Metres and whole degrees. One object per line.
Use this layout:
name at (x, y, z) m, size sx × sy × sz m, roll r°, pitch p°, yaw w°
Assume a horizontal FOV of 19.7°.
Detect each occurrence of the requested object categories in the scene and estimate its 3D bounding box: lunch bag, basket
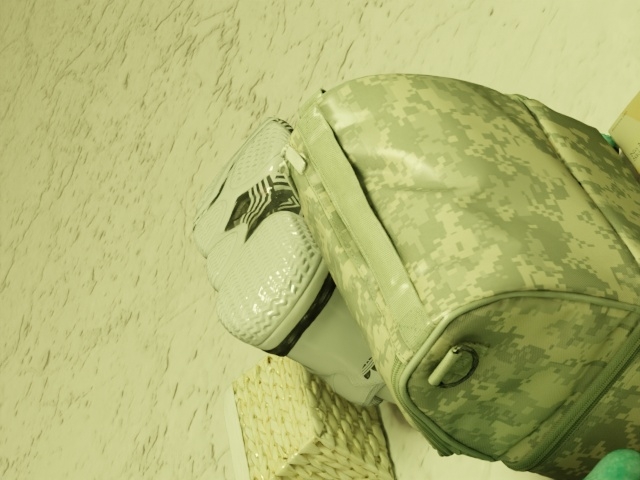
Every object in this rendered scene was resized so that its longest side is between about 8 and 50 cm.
lunch bag at (0.120, 0.017, 1.409) m, size 0.212 × 0.256 × 0.305 m, roll -51°, pitch 40°, yaw 23°
basket at (-0.010, 0.182, 1.692) m, size 0.103 × 0.113 × 0.167 m, roll -45°, pitch 31°, yaw 22°

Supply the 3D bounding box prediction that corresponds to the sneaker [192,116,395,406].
sneaker at (0.004, 0.029, 1.698) m, size 0.137 × 0.210 × 0.366 m, roll -48°, pitch 23°, yaw 15°

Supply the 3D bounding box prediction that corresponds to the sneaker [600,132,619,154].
sneaker at (0.202, -0.027, 1.587) m, size 0.166 × 0.065 × 0.076 m, roll -44°, pitch 48°, yaw 37°

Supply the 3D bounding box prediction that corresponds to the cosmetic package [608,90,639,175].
cosmetic package at (0.283, -0.076, 1.493) m, size 0.060 × 0.041 × 0.115 m, roll -53°, pitch 29°, yaw 17°

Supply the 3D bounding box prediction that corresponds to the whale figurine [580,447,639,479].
whale figurine at (0.193, 0.232, 1.261) m, size 0.272 × 0.141 × 0.216 m, roll -29°, pitch 42°, yaw 46°
